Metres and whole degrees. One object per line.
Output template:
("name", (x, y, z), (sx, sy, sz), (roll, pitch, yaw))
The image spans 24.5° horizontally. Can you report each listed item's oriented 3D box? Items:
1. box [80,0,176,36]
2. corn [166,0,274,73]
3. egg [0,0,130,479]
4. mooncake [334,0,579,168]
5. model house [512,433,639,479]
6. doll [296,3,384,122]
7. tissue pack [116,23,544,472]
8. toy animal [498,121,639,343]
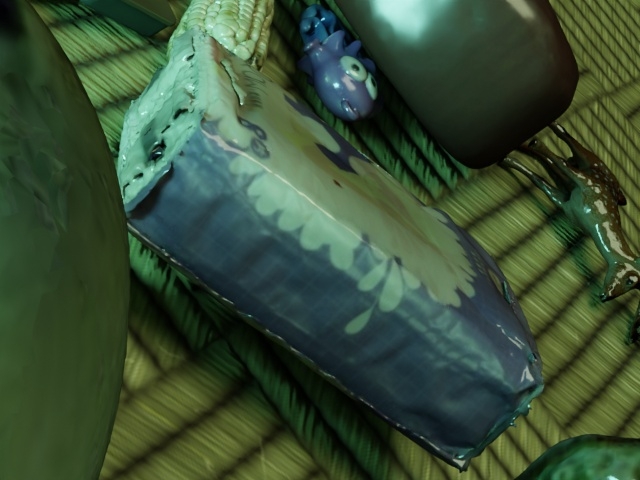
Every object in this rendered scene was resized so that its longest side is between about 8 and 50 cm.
("box", (-0.179, -0.225, 1.260), (0.091, 0.031, 0.126), (63, 18, 19))
("corn", (-0.079, -0.200, 1.333), (0.087, 0.087, 0.211), (38, 35, -18))
("egg", (-0.251, 0.037, 0.627), (0.345, 0.345, 0.428), (20, 47, -39))
("mooncake", (0.134, -0.230, 1.500), (0.334, 0.174, 0.326), (41, 15, -45))
("model house", (0.174, 0.361, 0.872), (0.360, 0.297, 0.339), (48, 35, -3))
("doll", (0.016, -0.176, 1.449), (0.110, 0.067, 0.206), (39, 22, -32))
("tissue pack", (0.000, 0.000, 1.142), (0.344, 0.125, 0.242), (37, 17, -19))
("toy animal", (0.315, -0.029, 1.641), (0.260, 0.087, 0.243), (40, 34, -9))
